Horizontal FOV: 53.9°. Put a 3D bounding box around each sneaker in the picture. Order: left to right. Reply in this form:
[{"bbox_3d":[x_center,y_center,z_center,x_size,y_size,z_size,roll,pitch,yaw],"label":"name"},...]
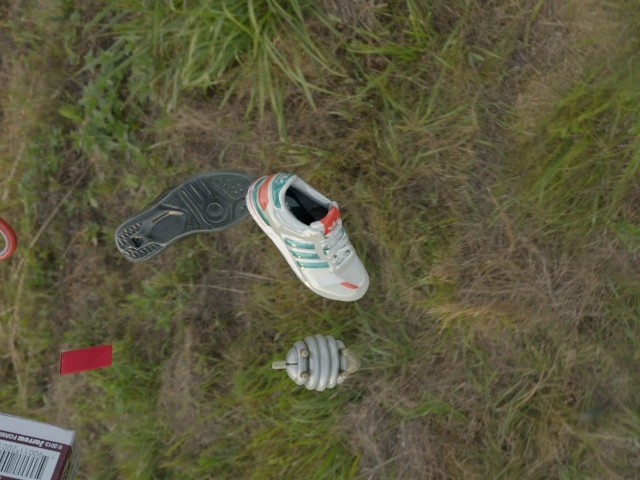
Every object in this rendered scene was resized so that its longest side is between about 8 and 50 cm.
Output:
[{"bbox_3d":[-0.176,-0.053,0.900,0.227,0.130,0.087,-25,108,22],"label":"sneaker"},{"bbox_3d":[0.000,0.000,0.599,0.161,0.057,0.075,49,153,-17],"label":"sneaker"}]

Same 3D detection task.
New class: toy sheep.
[{"bbox_3d":[-0.005,0.179,0.924,0.132,0.091,0.091,5,100,-12],"label":"toy sheep"}]

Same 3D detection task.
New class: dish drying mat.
[{"bbox_3d":[-0.328,0.166,0.881,0.008,0.083,0.032,2,90,31],"label":"dish drying mat"}]

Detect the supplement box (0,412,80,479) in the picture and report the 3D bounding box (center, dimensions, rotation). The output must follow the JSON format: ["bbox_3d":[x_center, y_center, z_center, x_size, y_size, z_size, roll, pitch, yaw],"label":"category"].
[{"bbox_3d":[-0.253,0.264,0.464,0.073,0.239,0.130,17,148,-9],"label":"supplement box"}]

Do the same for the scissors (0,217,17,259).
[{"bbox_3d":[-0.474,-0.082,0.744,0.109,0.021,0.297,-23,111,13],"label":"scissors"}]
